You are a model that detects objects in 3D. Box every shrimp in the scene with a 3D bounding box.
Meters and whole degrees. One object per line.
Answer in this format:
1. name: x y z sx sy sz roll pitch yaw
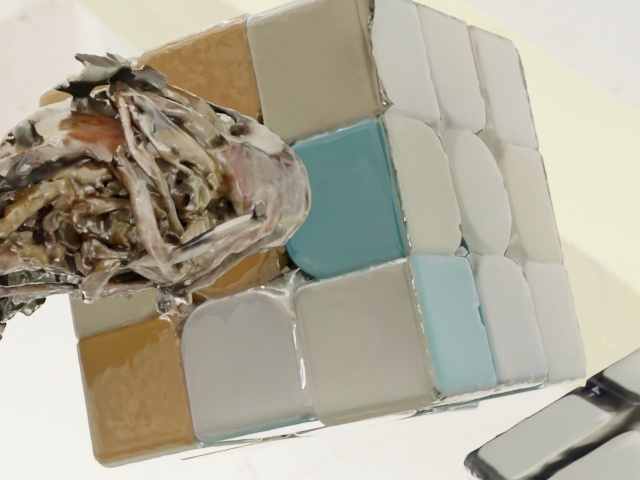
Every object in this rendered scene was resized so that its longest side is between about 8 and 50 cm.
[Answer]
1. shrimp: -0.101 -0.018 0.758 0.145 0.343 0.116 39 -69 12

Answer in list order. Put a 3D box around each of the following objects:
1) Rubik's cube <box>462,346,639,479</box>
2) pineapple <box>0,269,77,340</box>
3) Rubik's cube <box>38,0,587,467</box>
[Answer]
1. Rubik's cube: 0.307 0.210 0.864 0.305 0.301 0.304 60 -6 -10
2. pineapple: -0.303 0.018 1.206 0.362 0.202 0.202 -16 -81 31
3. Rubik's cube: 0.000 0.000 1.343 0.344 0.346 0.347 -14 -101 29
